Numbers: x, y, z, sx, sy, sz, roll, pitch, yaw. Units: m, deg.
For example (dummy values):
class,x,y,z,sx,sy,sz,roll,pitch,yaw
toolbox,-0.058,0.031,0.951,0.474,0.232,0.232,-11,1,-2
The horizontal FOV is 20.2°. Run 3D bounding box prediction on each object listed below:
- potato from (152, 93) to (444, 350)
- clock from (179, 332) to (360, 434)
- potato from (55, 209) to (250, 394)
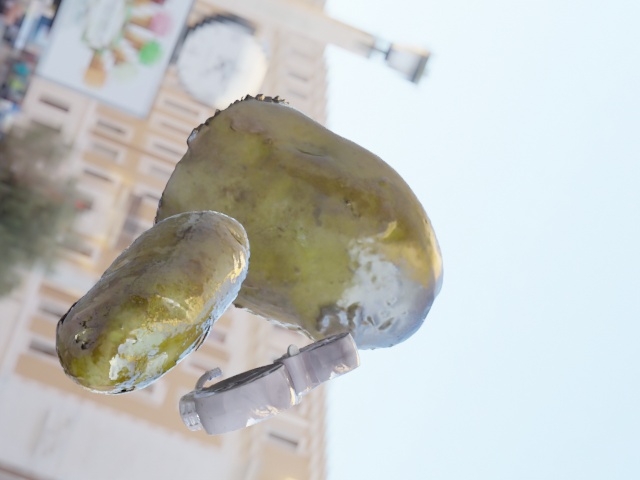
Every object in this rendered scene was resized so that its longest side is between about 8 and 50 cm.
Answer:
class,x,y,z,sx,sy,sz,roll,pitch,yaw
potato,0.000,0.000,1.814,0.229,0.266,0.229,-45,157,-26
clock,-0.034,0.095,1.202,0.129,0.041,0.087,-24,-175,-39
potato,-0.109,0.041,1.186,0.107,0.080,0.170,-17,-156,34
